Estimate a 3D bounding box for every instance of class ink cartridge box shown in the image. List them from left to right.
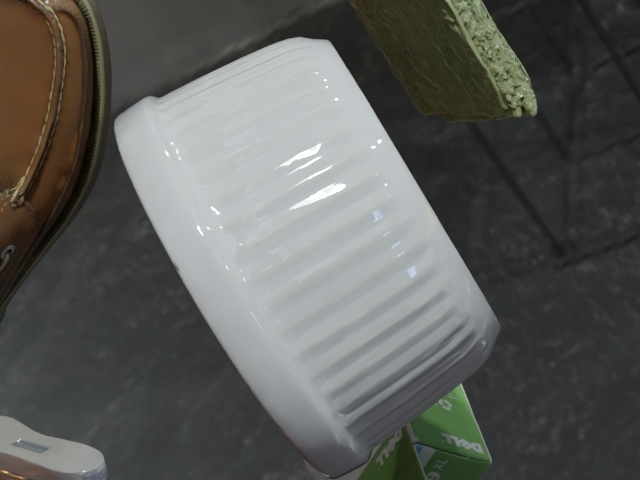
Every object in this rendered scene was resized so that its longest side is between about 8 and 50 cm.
[{"bbox_3d":[0.046,0.139,1.015,0.109,0.062,0.209,-58,29,26],"label":"ink cartridge box"}]

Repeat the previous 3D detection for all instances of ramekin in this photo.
[{"bbox_3d":[0.000,0.000,0.767,0.109,0.207,0.207,-31,29,4],"label":"ramekin"}]

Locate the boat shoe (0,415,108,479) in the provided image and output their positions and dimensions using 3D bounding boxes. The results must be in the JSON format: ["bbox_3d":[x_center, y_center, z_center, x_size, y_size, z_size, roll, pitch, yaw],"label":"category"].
[{"bbox_3d":[-0.248,0.191,1.311,0.184,0.063,0.066,9,20,29],"label":"boat shoe"}]

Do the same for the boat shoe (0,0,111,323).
[{"bbox_3d":[-0.212,-0.011,0.907,0.307,0.111,0.104,-66,-12,21],"label":"boat shoe"}]

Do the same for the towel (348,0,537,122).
[{"bbox_3d":[0.063,-0.129,0.929,0.027,0.148,0.110,-44,21,-20],"label":"towel"}]
